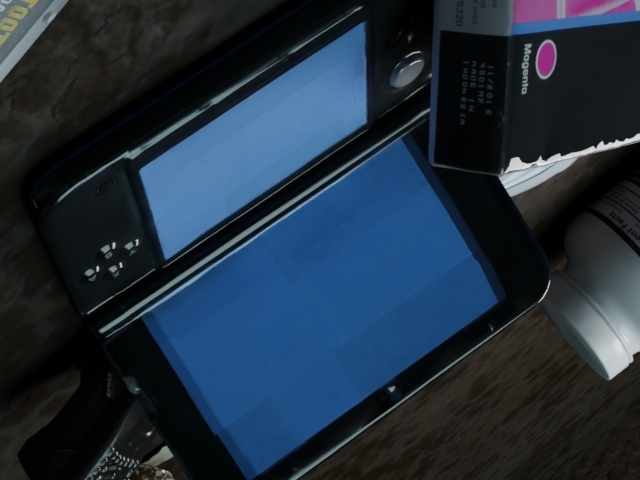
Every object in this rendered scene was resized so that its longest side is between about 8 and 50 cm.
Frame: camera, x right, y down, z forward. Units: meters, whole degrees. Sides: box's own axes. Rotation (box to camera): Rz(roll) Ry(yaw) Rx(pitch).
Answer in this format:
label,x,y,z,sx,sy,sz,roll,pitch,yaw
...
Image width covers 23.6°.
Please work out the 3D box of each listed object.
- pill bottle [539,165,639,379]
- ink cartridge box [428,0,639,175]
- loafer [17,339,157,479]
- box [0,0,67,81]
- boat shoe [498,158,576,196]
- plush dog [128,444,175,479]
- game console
label,x,y,z,sx,sy,sz,roll,pitch,yaw
pill bottle,0.383,-0.004,1.584,0.323,0.181,0.181,-39,159,-2
ink cartridge box,0.202,-0.156,1.023,0.371,0.069,0.176,-16,112,-50
loafer,-0.132,0.088,1.054,0.220,0.078,0.080,-52,158,-16
box,-0.170,-0.120,0.590,0.231,0.056,0.183,-46,159,18
boat shoe,0.116,-0.074,1.114,0.258,0.095,0.084,-36,163,-12
plush dog,-0.131,0.304,1.274,0.262,0.225,0.211,-19,151,-42
game console,0.000,0.000,0.957,0.293,0.173,0.250,-35,159,-13
